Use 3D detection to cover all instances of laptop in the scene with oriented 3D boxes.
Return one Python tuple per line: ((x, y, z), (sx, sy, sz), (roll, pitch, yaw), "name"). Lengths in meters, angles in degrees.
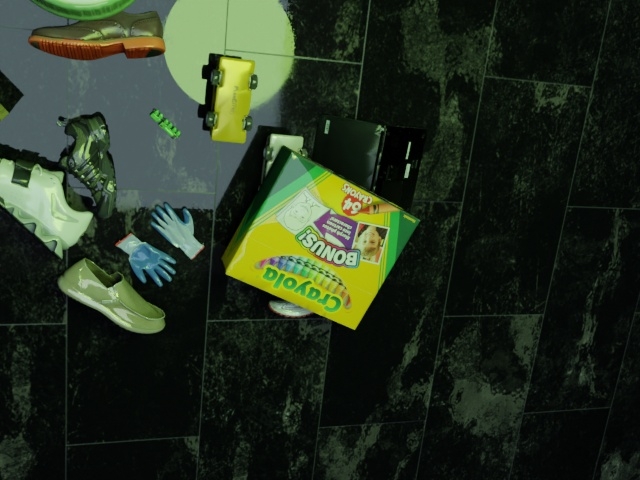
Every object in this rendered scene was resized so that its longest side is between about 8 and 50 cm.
((0.118, -0.186, 1.736), (0.264, 0.137, 0.234), (-5, 111, -43), "laptop")

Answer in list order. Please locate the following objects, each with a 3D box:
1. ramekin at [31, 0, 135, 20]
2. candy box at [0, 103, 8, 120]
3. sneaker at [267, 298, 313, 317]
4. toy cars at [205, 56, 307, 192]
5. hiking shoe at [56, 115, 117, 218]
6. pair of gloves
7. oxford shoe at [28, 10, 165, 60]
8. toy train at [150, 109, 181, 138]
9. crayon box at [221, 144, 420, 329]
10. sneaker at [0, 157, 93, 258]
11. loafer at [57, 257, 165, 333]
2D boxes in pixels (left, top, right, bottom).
((-0.451, -0.566, 1.270), (0.304, 0.148, 0.303), (-5, 108, -16), "ramekin")
((-0.699, -0.266, 1.285), (0.087, 0.316, 0.183), (-40, 114, -2), "candy box")
((-0.029, 0.135, 1.764), (0.225, 0.088, 0.092), (-14, 103, -20), "sneaker")
((-0.152, -0.243, 1.596), (0.176, 0.087, 0.393), (-35, 118, -3), "toy cars")
((-0.513, -0.155, 1.510), (0.114, 0.086, 0.226), (-9, 100, -16), "hiking shoe")
((-0.375, 0.010, 1.638), (0.198, 0.023, 0.159), (-41, 115, -1), "pair of gloves")
((-0.467, -0.437, 1.439), (0.272, 0.097, 0.098), (-5, 89, -20), "oxford shoe")
((-0.352, -0.262, 1.560), (0.024, 0.017, 0.083), (-40, 115, 9), "toy train")
((0.000, 0.000, 1.623), (0.363, 0.106, 0.313), (26, 99, -22), "crayon box")
((-0.637, -0.121, 1.475), (0.330, 0.122, 0.146), (47, 72, -23), "sneaker")
((-0.472, 0.130, 1.603), (0.269, 0.102, 0.092), (30, 102, -23), "loafer")
